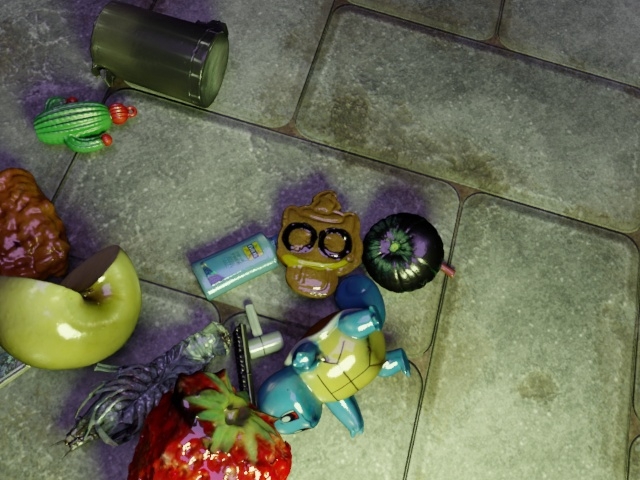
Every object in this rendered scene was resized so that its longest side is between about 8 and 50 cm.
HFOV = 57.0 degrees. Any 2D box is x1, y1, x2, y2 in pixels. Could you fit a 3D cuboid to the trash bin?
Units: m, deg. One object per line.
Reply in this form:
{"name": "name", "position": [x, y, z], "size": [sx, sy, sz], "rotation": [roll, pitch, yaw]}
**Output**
{"name": "trash bin", "position": [-0.414, -0.490, 1.541], "size": [0.301, 0.203, 0.252], "rotation": [18, 80, 3]}

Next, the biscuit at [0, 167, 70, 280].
{"name": "biscuit", "position": [-0.760, 0.000, 1.362], "size": [0.312, 0.110, 0.318], "rotation": [-32, 75, -19]}

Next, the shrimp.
{"name": "shrimp", "position": [-0.370, 0.322, 1.258], "size": [0.410, 0.166, 0.222], "rotation": [-37, 98, -32]}

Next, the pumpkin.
{"name": "pumpkin", "position": [0.199, 0.030, 1.424], "size": [0.201, 0.140, 0.202], "rotation": [-7, 72, 23]}

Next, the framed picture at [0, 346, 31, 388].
{"name": "framed picture", "position": [-0.755, 0.280, 1.303], "size": [0.183, 0.011, 0.142], "rotation": [-37, 76, -17]}

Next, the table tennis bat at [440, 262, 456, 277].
{"name": "table tennis bat", "position": [0.275, 0.043, 1.501], "size": [0.154, 0.019, 0.098], "rotation": [36, 71, 11]}

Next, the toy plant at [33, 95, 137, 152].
{"name": "toy plant", "position": [-0.603, -0.295, 1.506], "size": [0.240, 0.088, 0.155], "rotation": [8, 66, -7]}

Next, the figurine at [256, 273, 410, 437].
{"name": "figurine", "position": [0.042, 0.249, 1.290], "size": [0.242, 0.298, 0.416], "rotation": [17, 60, 38]}

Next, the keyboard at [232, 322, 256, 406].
{"name": "keyboard", "position": [-0.168, 0.303, 1.310], "size": [0.025, 0.094, 0.231], "rotation": [-3, 68, -19]}

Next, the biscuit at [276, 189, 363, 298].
{"name": "biscuit", "position": [0.000, 0.000, 1.406], "size": [0.208, 0.041, 0.291], "rotation": [8, 63, 0]}

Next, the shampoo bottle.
{"name": "shampoo bottle", "position": [-0.176, 0.046, 1.428], "size": [0.258, 0.061, 0.104], "rotation": [-26, 71, -15]}

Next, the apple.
{"name": "apple", "position": [-0.529, 0.152, 1.238], "size": [0.295, 0.257, 0.234], "rotation": [-18, 90, -53]}

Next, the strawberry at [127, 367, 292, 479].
{"name": "strawberry", "position": [-0.216, 0.424, 1.112], "size": [0.291, 0.310, 0.292], "rotation": [25, 30, -16]}

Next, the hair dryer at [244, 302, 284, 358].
{"name": "hair dryer", "position": [-0.144, 0.203, 1.382], "size": [0.081, 0.047, 0.137], "rotation": [-17, 64, -13]}
